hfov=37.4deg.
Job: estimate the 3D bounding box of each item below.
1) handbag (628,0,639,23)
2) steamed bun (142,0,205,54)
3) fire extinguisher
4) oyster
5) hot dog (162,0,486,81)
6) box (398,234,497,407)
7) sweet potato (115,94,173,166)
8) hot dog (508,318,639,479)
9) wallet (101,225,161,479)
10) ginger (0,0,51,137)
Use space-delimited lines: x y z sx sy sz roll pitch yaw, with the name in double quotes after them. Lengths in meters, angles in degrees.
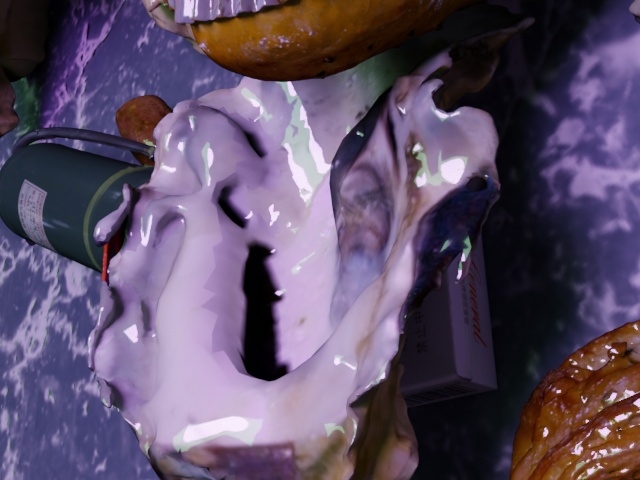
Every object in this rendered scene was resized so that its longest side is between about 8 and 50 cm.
0.289 -0.217 0.364 0.253 0.109 0.316 21 87 45 "handbag"
-0.074 -0.281 0.690 0.292 0.137 0.295 -51 44 34 "steamed bun"
-0.200 -0.032 0.780 0.294 0.093 0.118 17 113 47 "fire extinguisher"
0.001 0.001 0.495 0.238 0.115 0.351 -18 55 29 "oyster"
0.036 -0.156 0.496 0.162 0.270 0.082 38 141 46 "hot dog"
0.027 0.052 0.563 0.152 0.048 0.100 -22 58 39 "box"
-0.122 -0.071 0.757 0.049 0.049 0.117 -52 57 17 "sweet potato"
0.133 0.090 0.422 0.147 0.065 0.099 -51 3 21 "hot dog"
-0.115 0.082 0.610 0.020 0.196 0.103 -9 58 -4 "wallet"
-0.329 -0.311 0.874 0.211 0.358 0.413 -28 29 18 "ginger"
